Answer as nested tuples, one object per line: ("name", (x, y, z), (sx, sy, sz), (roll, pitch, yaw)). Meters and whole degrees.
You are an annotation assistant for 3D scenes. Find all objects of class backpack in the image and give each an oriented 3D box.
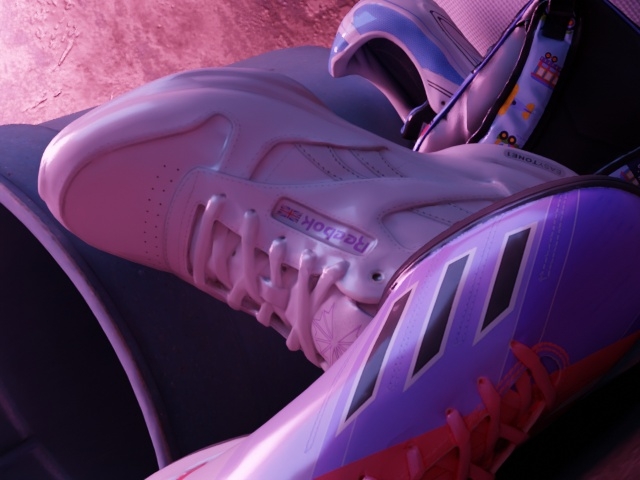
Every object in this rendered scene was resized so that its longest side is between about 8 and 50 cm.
("backpack", (0.143, -0.044, 0.911), (0.173, 0.158, 0.117), (-50, -9, 13))

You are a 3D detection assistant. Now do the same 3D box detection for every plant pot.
("plant pot", (-0.092, 0.035, 1.065), (0.334, 0.341, 0.341), (-31, -3, -39))

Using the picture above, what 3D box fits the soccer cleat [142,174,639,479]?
("soccer cleat", (0.030, 0.097, 0.677), (0.318, 0.108, 0.116), (-37, 22, 8))

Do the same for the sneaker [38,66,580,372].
("sneaker", (0.000, 0.000, 0.794), (0.152, 0.305, 0.114), (-75, -5, -52))

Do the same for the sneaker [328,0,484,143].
("sneaker", (0.108, -0.073, 1.024), (0.086, 0.237, 0.085), (-50, -9, -23))

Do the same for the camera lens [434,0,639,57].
("camera lens", (0.198, -0.183, 1.104), (0.219, 0.274, 0.219), (-38, 3, 2))
